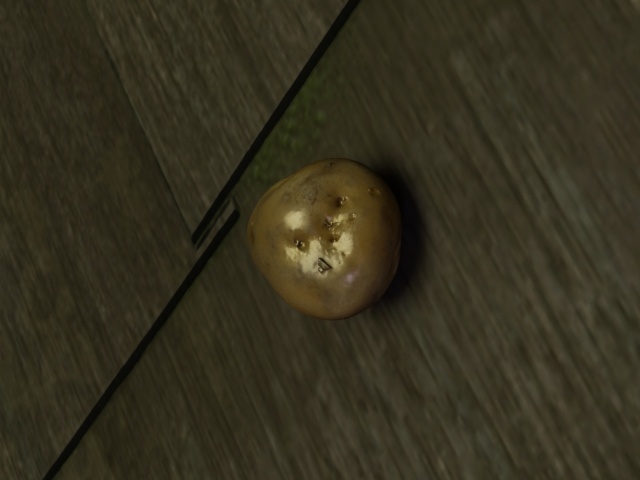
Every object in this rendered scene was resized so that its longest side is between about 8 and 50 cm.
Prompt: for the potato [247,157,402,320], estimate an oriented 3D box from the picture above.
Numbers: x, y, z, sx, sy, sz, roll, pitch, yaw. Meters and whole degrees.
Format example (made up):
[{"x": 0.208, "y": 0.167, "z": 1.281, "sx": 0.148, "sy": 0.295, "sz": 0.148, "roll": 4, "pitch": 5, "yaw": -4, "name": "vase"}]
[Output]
[{"x": 0.000, "y": 0.000, "z": 0.844, "sx": 0.083, "sy": 0.062, "sz": 0.068, "roll": 161, "pitch": 121, "yaw": -73, "name": "potato"}]
